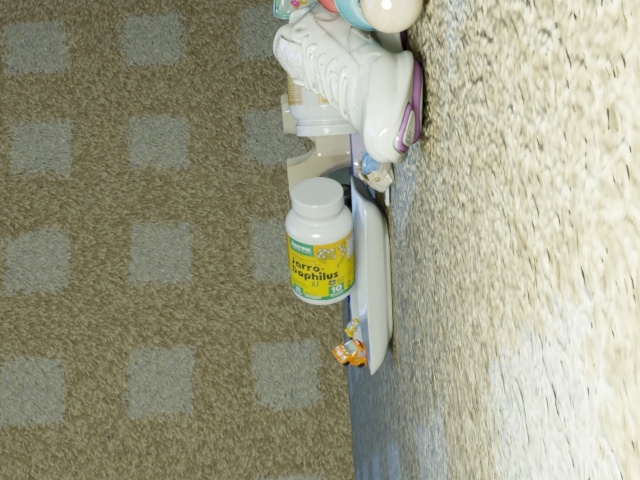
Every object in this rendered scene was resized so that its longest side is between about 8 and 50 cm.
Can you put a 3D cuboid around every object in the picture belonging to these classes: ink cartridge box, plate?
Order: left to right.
[{"bbox_3d":[0.083,0.145,1.789,0.097,0.046,0.207,94,173,-71],"label":"ink cartridge box"},{"bbox_3d":[0.085,0.045,1.400,0.278,0.045,0.277,-99,5,-77],"label":"plate"}]

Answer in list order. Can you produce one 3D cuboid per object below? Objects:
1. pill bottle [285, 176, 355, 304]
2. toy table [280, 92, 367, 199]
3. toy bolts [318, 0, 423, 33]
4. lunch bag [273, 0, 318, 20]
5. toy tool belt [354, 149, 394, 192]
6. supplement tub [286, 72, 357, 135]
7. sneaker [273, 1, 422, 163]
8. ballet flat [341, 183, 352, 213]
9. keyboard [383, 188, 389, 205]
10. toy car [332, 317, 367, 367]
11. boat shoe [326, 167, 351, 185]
[{"bbox_3d":[0.000,0.000,1.450,0.117,0.117,0.208,-95,2,-51],"label":"pill bottle"},{"bbox_3d":[0.006,-0.201,1.722,0.252,0.161,0.274,87,178,-49],"label":"toy table"},{"bbox_3d":[0.011,-0.292,0.793,0.158,0.218,0.228,-116,1,-57],"label":"toy bolts"},{"bbox_3d":[-0.018,-0.598,1.802,0.223,0.160,0.262,-86,4,-73],"label":"lunch bag"},{"bbox_3d":[0.072,-0.109,1.182,0.052,0.051,0.083,-51,32,40],"label":"toy tool belt"},{"bbox_3d":[0.010,-0.293,1.533,0.144,0.144,0.199,-100,7,-80],"label":"supplement tub"},{"bbox_3d":[0.027,-0.173,0.907,0.305,0.152,0.114,-98,6,-53],"label":"sneaker"},{"bbox_3d":[0.068,-0.057,1.887,0.250,0.058,0.084,81,-161,-67],"label":"ballet flat"},{"bbox_3d":[0.092,-0.145,1.337,0.256,0.014,0.072,-95,-3,-59],"label":"keyboard"},{"bbox_3d":[0.045,0.156,1.355,0.040,0.060,0.122,-59,23,21],"label":"toy car"},{"bbox_3d":[0.028,-0.067,1.996,0.227,0.079,0.081,-65,-31,-24],"label":"boat shoe"}]
